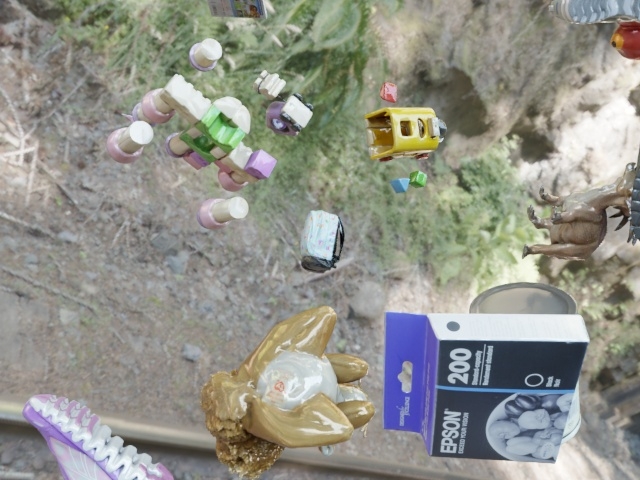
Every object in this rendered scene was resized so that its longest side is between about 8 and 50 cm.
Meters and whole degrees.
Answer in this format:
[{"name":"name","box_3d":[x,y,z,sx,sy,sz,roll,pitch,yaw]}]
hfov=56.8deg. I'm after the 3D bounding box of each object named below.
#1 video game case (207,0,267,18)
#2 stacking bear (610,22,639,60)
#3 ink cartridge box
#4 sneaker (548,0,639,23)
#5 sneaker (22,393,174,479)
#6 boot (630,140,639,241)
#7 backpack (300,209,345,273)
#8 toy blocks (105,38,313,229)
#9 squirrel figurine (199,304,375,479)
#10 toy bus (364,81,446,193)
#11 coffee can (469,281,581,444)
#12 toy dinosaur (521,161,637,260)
[{"name":"video game case","box_3d":[-0.176,-0.497,1.224,0.087,0.122,0.011,81,17,-61]},{"name":"stacking bear","box_3d":[0.757,-0.571,1.403,0.175,0.164,0.289,-118,-169,-58]},{"name":"ink cartridge box","box_3d":[0.174,0.170,0.670,0.045,0.208,0.206,-78,167,-54]},{"name":"sneaker","box_3d":[0.631,-0.523,1.276,0.115,0.281,0.105,-122,-151,-65]},{"name":"sneaker","box_3d":[-0.320,0.308,0.810,0.236,0.104,0.095,40,-6,-3]},{"name":"boot","box_3d":[0.623,-0.157,1.055,0.223,0.118,0.338,-3,102,-66]},{"name":"backpack","box_3d":[0.000,0.000,1.789,0.115,0.152,0.182,15,77,-19]},{"name":"toy blocks","box_3d":[-0.240,-0.210,1.209,0.288,0.260,0.309,39,67,-24]},{"name":"squirrel figurine","box_3d":[-0.066,0.380,1.371,0.370,0.397,0.281,57,14,-62]},{"name":"toy bus","box_3d":[0.187,-0.213,1.169,0.191,0.104,0.202,41,66,-24]},{"name":"coffee can","box_3d":[0.419,0.252,1.210,0.201,0.201,0.275,-78,158,-64]},{"name":"toy dinosaur","box_3d":[0.529,-0.024,1.188,0.200,0.295,0.127,12,55,3]}]
